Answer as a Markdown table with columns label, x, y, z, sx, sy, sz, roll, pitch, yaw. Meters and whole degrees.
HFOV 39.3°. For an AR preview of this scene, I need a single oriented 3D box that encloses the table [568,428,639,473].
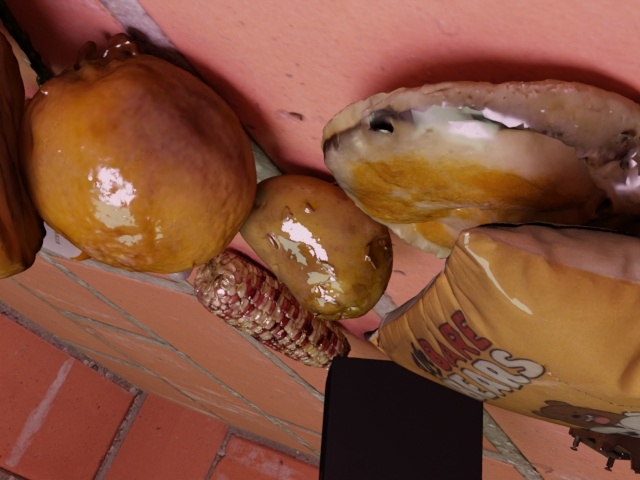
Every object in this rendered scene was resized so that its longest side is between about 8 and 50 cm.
| label | x | y | z | sx | sy | sz | roll | pitch | yaw |
| --- | --- | --- | --- | --- | --- | --- | --- | --- | --- |
| table | 0.374 | 0.245 | 1.152 | 0.083 | 0.082 | 0.070 | 32 | 160 | -15 |

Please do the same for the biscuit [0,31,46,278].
| label | x | y | z | sx | sy | sz | roll | pitch | yaw |
| --- | --- | --- | --- | --- | --- | --- | --- | --- | --- |
| biscuit | -0.334 | -0.103 | 0.823 | 0.101 | 0.297 | 0.296 | -11 | 162 | -8 |

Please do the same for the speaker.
| label | x | y | z | sx | sy | sz | roll | pitch | yaw |
| --- | --- | --- | --- | --- | --- | --- | --- | --- | --- |
| speaker | 0.117 | 0.318 | 1.329 | 0.232 | 0.254 | 0.184 | 4 | 160 | 0 |

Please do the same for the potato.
| label | x | y | z | sx | sy | sz | roll | pitch | yaw |
| --- | --- | --- | --- | --- | --- | --- | --- | --- | --- |
| potato | 0.000 | 0.000 | 0.932 | 0.176 | 0.137 | 0.137 | 49 | 157 | -6 |

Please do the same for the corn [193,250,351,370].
| label | x | y | z | sx | sy | sz | roll | pitch | yaw |
| --- | --- | --- | --- | --- | --- | --- | --- | --- | --- |
| corn | -0.067 | 0.113 | 1.356 | 0.289 | 0.098 | 0.098 | 34 | 160 | -34 |

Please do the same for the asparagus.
| label | x | y | z | sx | sy | sz | roll | pitch | yaw |
| --- | --- | --- | --- | --- | --- | --- | --- | --- | --- |
| asparagus | -0.312 | -0.211 | 0.924 | 0.023 | 0.022 | 0.233 | -4 | 156 | 1 |

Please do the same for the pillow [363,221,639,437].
| label | x | y | z | sx | sy | sz | roll | pitch | yaw |
| --- | --- | --- | --- | --- | --- | --- | --- | --- | --- |
| pillow | 0.206 | 0.074 | 0.658 | 0.312 | 0.119 | 0.310 | 14 | 164 | -2 |

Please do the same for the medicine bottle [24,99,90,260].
| label | x | y | z | sx | sy | sz | roll | pitch | yaw |
| --- | --- | --- | --- | --- | --- | --- | --- | --- | --- |
| medicine bottle | -0.299 | -0.061 | 1.098 | 0.222 | 0.112 | 0.149 | 22 | 133 | 11 |

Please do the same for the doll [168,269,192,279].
| label | x | y | z | sx | sy | sz | roll | pitch | yaw |
| --- | --- | --- | --- | --- | --- | --- | --- | --- | --- |
| doll | -0.265 | 0.000 | 1.360 | 0.160 | 0.059 | 0.161 | 25 | 162 | 2 |

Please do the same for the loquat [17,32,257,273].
| label | x | y | z | sx | sy | sz | roll | pitch | yaw |
| --- | --- | --- | --- | --- | --- | --- | --- | --- | --- |
| loquat | -0.173 | -0.068 | 0.852 | 0.238 | 0.193 | 0.238 | 33 | 151 | 21 |

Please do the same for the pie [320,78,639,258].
| label | x | y | z | sx | sy | sz | roll | pitch | yaw |
| --- | --- | --- | --- | --- | --- | --- | --- | --- | --- |
| pie | 0.160 | -0.033 | 0.711 | 0.339 | 0.077 | 0.339 | 17 | 163 | 5 |
